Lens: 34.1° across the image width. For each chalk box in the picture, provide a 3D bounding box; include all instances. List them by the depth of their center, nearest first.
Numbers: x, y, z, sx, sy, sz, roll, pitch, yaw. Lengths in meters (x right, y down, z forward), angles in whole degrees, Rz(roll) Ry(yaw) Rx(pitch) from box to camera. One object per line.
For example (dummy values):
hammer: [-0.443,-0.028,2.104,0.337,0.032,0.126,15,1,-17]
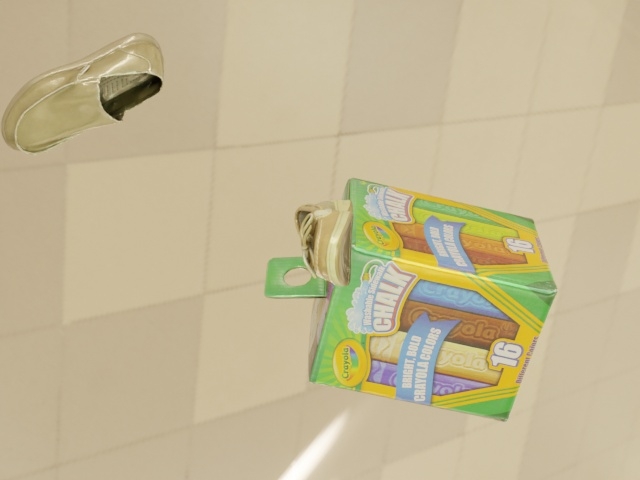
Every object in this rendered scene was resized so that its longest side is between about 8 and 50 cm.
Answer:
chalk box: [0.085,0.054,1.153,0.289,0.180,0.179,13,117,-6]

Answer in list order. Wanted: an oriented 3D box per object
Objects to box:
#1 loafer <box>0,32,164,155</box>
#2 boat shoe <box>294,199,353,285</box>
loafer: [-0.189,-0.115,0.842,0.148,0.050,0.056,-35,139,-3]
boat shoe: [0.000,-0.002,0.789,0.048,0.153,0.056,3,105,1]
